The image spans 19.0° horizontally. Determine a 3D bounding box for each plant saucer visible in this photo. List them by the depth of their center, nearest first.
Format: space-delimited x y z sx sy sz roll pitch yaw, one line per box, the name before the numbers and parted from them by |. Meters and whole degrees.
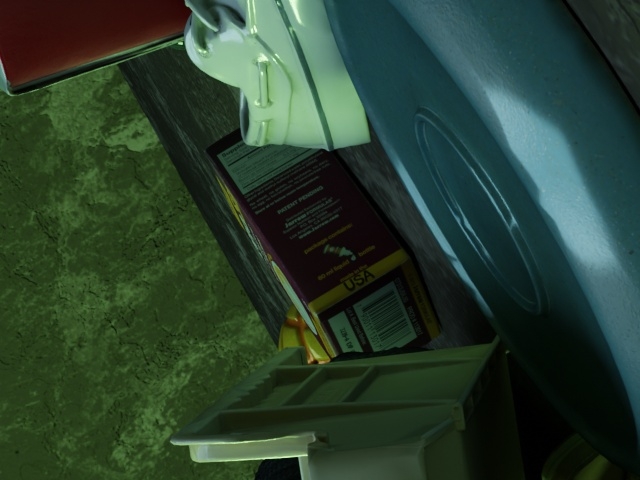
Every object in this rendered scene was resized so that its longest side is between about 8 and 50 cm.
plant saucer | 0.082 -0.020 0.812 0.317 0.044 0.317 58 175 8

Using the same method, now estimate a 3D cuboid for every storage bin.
storage bin | 0.035 0.190 0.874 0.260 0.123 0.262 -27 -71 -78

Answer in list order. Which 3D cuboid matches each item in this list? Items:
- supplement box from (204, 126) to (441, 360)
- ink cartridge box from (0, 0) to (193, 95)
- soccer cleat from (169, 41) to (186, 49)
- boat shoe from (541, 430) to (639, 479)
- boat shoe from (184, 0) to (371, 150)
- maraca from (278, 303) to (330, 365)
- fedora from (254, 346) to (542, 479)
supplement box | 0.000 0.000 1.397 0.188 0.081 0.104 55 173 39
ink cartridge box | -0.180 -0.252 1.132 0.272 0.130 0.309 -154 45 -76
soccer cleat | -0.150 -0.239 1.570 0.179 0.060 0.072 62 173 -2
boat shoe | 0.152 0.135 0.991 0.045 0.050 0.135 51 -179 33
boat shoe | -0.029 -0.110 0.965 0.258 0.084 0.095 71 -171 -62
maraca | 0.017 0.077 1.602 0.127 0.099 0.185 50 144 47
fedora | 0.050 0.164 1.221 0.334 0.334 0.152 71 -163 -63
